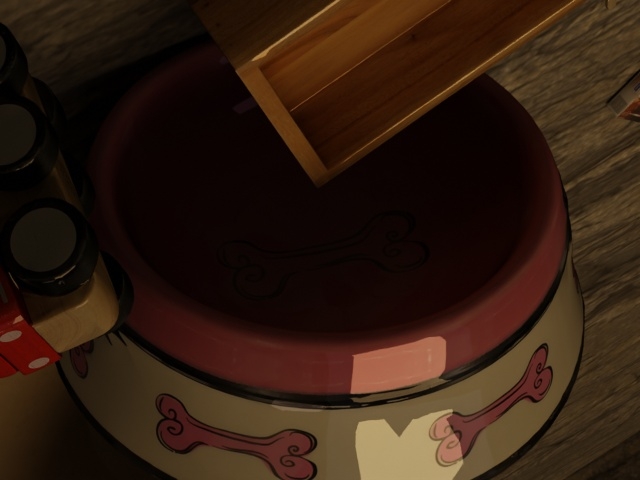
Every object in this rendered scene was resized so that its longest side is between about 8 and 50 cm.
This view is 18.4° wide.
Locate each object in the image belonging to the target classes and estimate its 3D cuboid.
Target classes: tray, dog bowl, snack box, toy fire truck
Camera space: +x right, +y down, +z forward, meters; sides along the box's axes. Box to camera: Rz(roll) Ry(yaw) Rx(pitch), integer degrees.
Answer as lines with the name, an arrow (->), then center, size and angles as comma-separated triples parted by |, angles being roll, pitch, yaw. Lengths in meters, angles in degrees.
tray -> 0.123, -0.213, 1.300 | 0.411, 0.076, 0.203 | -36, 155, 0
dog bowl -> 0.000, 0.000, 1.449 | 0.408, 0.408, 0.150 | -25, 141, -25
snack box -> 0.372, -0.152, 2.121 | 0.064, 0.022, 0.178 | -47, 154, 22
toy fire truck -> -0.276, -0.008, 1.269 | 0.246, 0.217, 0.158 | -24, 158, 1

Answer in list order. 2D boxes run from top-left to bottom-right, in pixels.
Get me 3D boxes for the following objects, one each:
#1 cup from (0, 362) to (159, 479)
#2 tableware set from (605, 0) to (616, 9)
cup -> -0.140, 0.172, 1.725 | 0.331, 0.331, 0.237 | -39, -179, 7
tableware set -> 0.299, -0.289, 1.731 | 0.194, 0.039, 0.128 | -44, 156, 20
